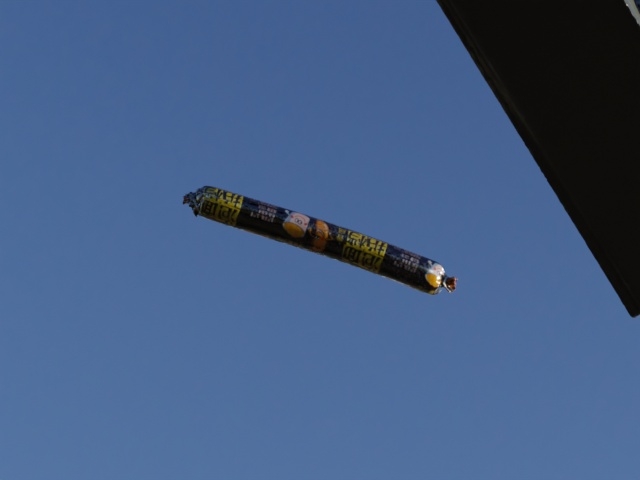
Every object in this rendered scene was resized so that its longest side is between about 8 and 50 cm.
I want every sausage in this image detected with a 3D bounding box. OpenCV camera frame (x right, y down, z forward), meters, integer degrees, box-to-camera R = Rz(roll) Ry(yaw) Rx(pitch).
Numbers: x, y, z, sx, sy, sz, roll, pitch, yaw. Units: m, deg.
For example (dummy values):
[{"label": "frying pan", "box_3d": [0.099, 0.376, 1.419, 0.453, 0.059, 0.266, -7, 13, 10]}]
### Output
[{"label": "sausage", "box_3d": [0.000, 0.000, 1.367, 0.198, 0.028, 0.025, 19, -43, 0]}]

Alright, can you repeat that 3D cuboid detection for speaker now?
[{"label": "speaker", "box_3d": [0.054, -0.074, 0.519, 0.046, 0.040, 0.191, -29, -80, 24]}]
